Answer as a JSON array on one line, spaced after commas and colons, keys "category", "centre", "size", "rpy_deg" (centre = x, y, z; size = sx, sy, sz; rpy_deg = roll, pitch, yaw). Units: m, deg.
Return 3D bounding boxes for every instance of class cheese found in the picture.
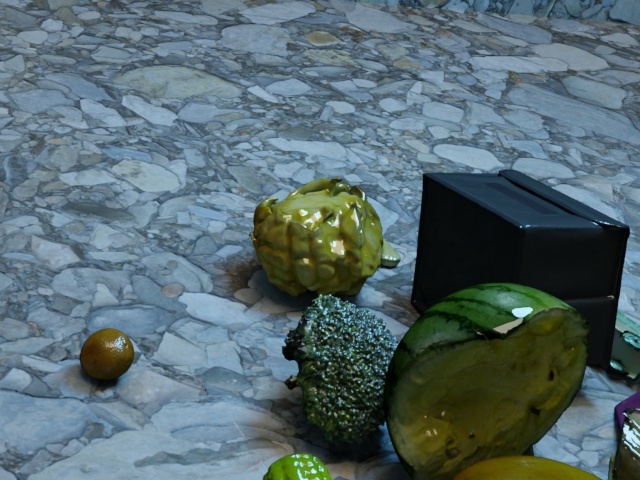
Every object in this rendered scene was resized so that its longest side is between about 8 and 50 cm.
[{"category": "cheese", "centre": [0.115, 0.020, 2.356], "size": [0.044, 0.030, 0.083], "rpy_deg": [-2, 36, -36]}]

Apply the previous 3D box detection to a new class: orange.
[{"category": "orange", "centre": [-0.320, 0.171, 1.868], "size": [0.085, 0.085, 0.085], "rpy_deg": [9, 28, -5]}]

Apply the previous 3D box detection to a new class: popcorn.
[{"category": "popcorn", "centre": [0.000, 0.000, 2.187], "size": [0.250, 0.190, 0.250], "rpy_deg": [8, 35, -6]}]

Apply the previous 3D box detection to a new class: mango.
[{"category": "mango", "centre": [0.291, 0.378, 1.626], "size": [0.317, 0.173, 0.211], "rpy_deg": [5, 28, -26]}]

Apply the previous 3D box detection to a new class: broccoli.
[{"category": "broccoli", "centre": [0.031, 0.189, 1.865], "size": [0.198, 0.176, 0.226], "rpy_deg": [10, 13, -43]}]

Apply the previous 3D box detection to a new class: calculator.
[{"category": "calculator", "centre": [0.519, 0.264, 1.951], "size": [0.034, 0.126, 0.190], "rpy_deg": [55, 12, -7]}]

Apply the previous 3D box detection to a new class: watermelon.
[{"category": "watermelon", "centre": [0.216, 0.179, 1.766], "size": [0.330, 0.331, 0.189], "rpy_deg": [-13, 48, -38]}]

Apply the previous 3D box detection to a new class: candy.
[{"category": "candy", "centre": [-0.013, 0.369, 1.606], "size": [0.096, 0.097, 0.209], "rpy_deg": [1, 36, -19]}]

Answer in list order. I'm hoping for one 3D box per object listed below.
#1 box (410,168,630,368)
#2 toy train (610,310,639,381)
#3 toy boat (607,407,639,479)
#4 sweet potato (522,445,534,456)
[{"category": "box", "centre": [0.323, 0.044, 2.104], "size": [0.204, 0.251, 0.345], "rpy_deg": [-3, 19, -24]}, {"category": "toy train", "centre": [0.506, 0.169, 2.165], "size": [0.188, 0.072, 0.099], "rpy_deg": [36, 21, 21]}, {"category": "toy boat", "centre": [0.571, 0.412, 1.722], "size": [0.162, 0.136, 0.445], "rpy_deg": [-18, 43, -31]}, {"category": "sweet potato", "centre": [0.282, 0.260, 1.957], "size": [0.078, 0.058, 0.255], "rpy_deg": [22, 23, -16]}]
